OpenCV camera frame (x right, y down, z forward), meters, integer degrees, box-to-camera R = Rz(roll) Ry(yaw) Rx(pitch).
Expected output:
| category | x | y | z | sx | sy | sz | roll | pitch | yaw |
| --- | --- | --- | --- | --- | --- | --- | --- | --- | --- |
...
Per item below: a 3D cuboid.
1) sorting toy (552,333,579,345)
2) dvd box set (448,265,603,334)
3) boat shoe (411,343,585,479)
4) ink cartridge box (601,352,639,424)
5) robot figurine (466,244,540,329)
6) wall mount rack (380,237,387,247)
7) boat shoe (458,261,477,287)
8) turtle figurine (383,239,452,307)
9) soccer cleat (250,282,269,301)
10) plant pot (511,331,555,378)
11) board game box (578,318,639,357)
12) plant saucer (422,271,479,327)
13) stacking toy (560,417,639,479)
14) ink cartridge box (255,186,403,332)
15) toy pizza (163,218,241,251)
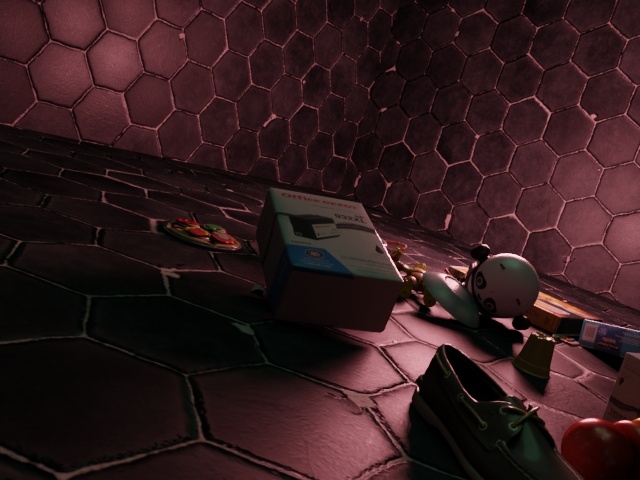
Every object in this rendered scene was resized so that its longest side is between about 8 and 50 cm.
| category | x | y | z | sx | sy | sz | roll | pitch | yaw |
| --- | --- | --- | --- | --- | --- | --- | --- | --- | --- |
| sorting toy | 0.685 | 0.277 | 1.647 | 0.083 | 0.012 | 0.062 | 9 | 13 | -44 |
| dvd box set | 0.662 | 0.195 | 1.930 | 0.307 | 0.062 | 0.420 | 10 | 13 | -42 |
| boat shoe | 0.228 | 0.241 | 0.757 | 0.116 | 0.097 | 0.324 | 14 | 10 | -22 |
| ink cartridge box | 0.543 | 0.278 | 0.967 | 0.063 | 0.151 | 0.109 | 9 | 12 | -24 |
| robot figurine | 0.485 | 0.127 | 1.587 | 0.209 | 0.174 | 0.278 | 23 | -4 | 9 |
| wall mount rack | 0.000 | 0.000 | 1.674 | 0.349 | 0.131 | 0.304 | 16 | 13 | -10 |
| boat shoe | 0.456 | 0.123 | 1.823 | 0.064 | 0.075 | 0.206 | -6 | 21 | 22 |
| turtle figurine | 0.262 | 0.104 | 1.630 | 0.269 | 0.087 | 0.217 | 33 | 20 | 2 |
| soccer cleat | -0.097 | 0.108 | 1.143 | 0.083 | 0.029 | 0.035 | 21 | 25 | 9 |
| plant pot | 0.461 | 0.239 | 1.247 | 0.083 | 0.079 | 0.083 | 16 | 10 | -3 |
| board game box | 0.919 | 0.307 | 1.570 | 0.335 | 0.079 | 0.254 | 17 | -2 | -9 |
| plant saucer | 0.347 | 0.140 | 1.511 | 0.194 | 0.037 | 0.195 | 33 | 22 | -15 |
| stacking toy | 0.483 | 0.301 | 0.829 | 0.330 | 0.141 | 0.141 | 9 | 11 | -17 |
| ink cartridge box | 0.005 | 0.030 | 1.177 | 0.223 | 0.129 | 0.307 | 9 | 29 | -18 |
| toy pizza | -0.296 | -0.019 | 1.487 | 0.201 | 0.032 | 0.201 | 17 | 9 | -3 |
